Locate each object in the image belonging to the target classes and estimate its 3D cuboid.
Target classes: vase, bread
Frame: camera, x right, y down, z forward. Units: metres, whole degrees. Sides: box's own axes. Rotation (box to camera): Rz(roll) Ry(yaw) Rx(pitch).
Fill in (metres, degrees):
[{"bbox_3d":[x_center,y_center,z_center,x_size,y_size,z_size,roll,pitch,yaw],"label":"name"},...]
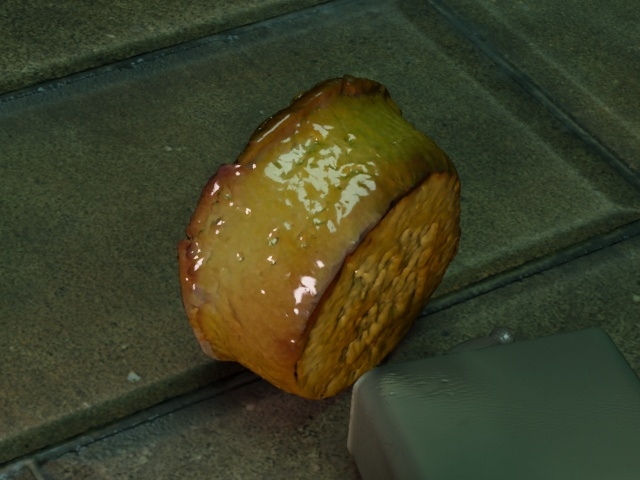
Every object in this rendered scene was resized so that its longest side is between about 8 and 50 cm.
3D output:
[{"bbox_3d":[0.199,0.146,2.258,0.100,0.053,0.053,-26,49,-38],"label":"vase"},{"bbox_3d":[0.000,0.000,2.148,0.215,0.398,0.398,35,48,23],"label":"bread"}]

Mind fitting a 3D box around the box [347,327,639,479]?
[{"bbox_3d":[0.240,0.283,2.013,0.351,0.177,0.344,-9,40,-16],"label":"box"}]
